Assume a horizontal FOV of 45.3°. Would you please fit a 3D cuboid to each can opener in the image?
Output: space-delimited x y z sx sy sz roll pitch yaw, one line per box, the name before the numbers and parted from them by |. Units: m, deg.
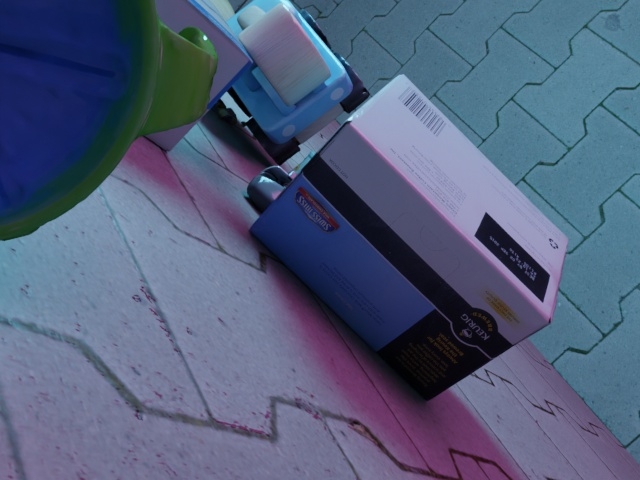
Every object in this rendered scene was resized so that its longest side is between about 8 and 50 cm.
can opener | 0.000 0.000 1.187 0.283 0.076 0.095 43 44 -9

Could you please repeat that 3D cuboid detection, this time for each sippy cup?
sippy cup | -0.237 -0.141 0.476 0.305 0.240 0.224 48 -3 -32

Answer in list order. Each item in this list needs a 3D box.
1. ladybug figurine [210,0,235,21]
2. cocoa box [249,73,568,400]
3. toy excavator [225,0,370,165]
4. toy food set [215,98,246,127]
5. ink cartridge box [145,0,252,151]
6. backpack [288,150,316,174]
ladybug figurine | -0.354 -0.512 1.457 0.449 0.162 0.305 37 15 -37
cocoa box | 0.127 -0.006 1.052 0.347 0.228 0.231 44 35 -3
toy excavator | -0.081 -0.306 1.295 0.433 0.222 0.445 56 5 31
toy food set | -0.194 -0.257 1.476 0.122 0.019 0.078 44 12 -6
ink cartridge box | -0.230 -0.273 1.031 0.168 0.171 0.233 37 15 -37
backpack | 0.025 -0.079 1.319 0.166 0.144 0.188 52 16 10
